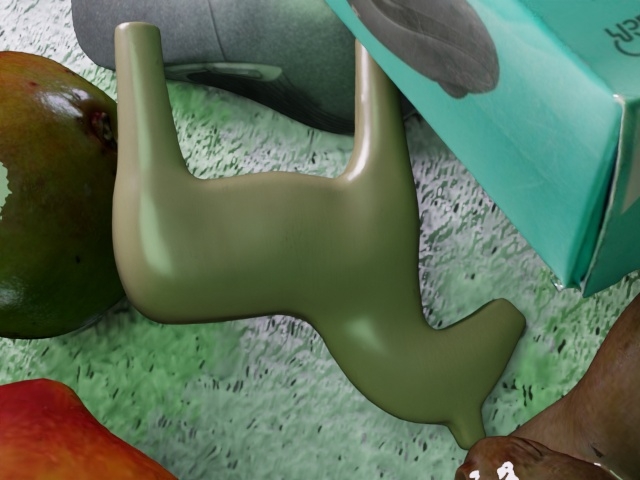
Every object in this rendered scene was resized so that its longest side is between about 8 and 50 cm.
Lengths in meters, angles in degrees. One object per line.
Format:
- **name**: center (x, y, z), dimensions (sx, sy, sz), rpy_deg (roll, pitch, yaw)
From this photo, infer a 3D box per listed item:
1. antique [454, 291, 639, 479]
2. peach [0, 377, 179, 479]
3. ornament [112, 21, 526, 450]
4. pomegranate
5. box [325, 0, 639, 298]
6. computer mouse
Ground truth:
- **antique**: center (0.159, 0.100, 0.570), dimensions (0.257, 0.143, 0.121), rpy_deg (-44, 68, 5)
- **peach**: center (-0.178, 0.230, 0.566), dimensions (0.307, 0.308, 0.332), rpy_deg (15, 76, 22)
- **ornament**: center (0.000, 0.000, 0.654), dimensions (0.230, 0.061, 0.245), rpy_deg (-2, 79, -11)
- **pomegranate**: center (-0.200, -0.011, 0.716), dimensions (0.209, 0.180, 0.180), rpy_deg (-42, 65, 23)
- **box**: center (0.126, -0.146, 0.579), dimensions (0.205, 0.118, 0.311), rpy_deg (-22, 55, -17)
- **computer mouse**: center (-0.072, -0.173, 0.756), dimensions (0.379, 0.090, 0.167), rpy_deg (10, 77, 23)
